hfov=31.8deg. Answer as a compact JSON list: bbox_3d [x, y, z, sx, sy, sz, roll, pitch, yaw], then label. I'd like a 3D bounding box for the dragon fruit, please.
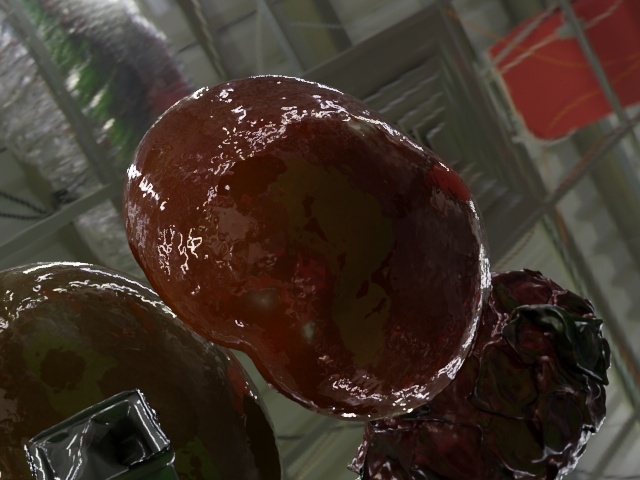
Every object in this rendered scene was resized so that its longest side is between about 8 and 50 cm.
[{"bbox_3d":[0.149,0.152,1.114,0.244,0.299,0.244,50,-175,-6],"label":"dragon fruit"}]

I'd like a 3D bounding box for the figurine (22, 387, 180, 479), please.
[{"bbox_3d":[-0.083,0.240,0.572,0.309,0.143,0.308,7,-101,-38],"label":"figurine"}]

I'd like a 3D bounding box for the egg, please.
[{"bbox_3d":[-0.197,0.171,0.972,0.351,0.282,0.282,30,-134,10],"label":"egg"}]

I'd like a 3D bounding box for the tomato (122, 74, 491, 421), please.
[{"bbox_3d":[0.002,0.002,0.726,0.260,0.260,0.180,28,-81,-35],"label":"tomato"}]
